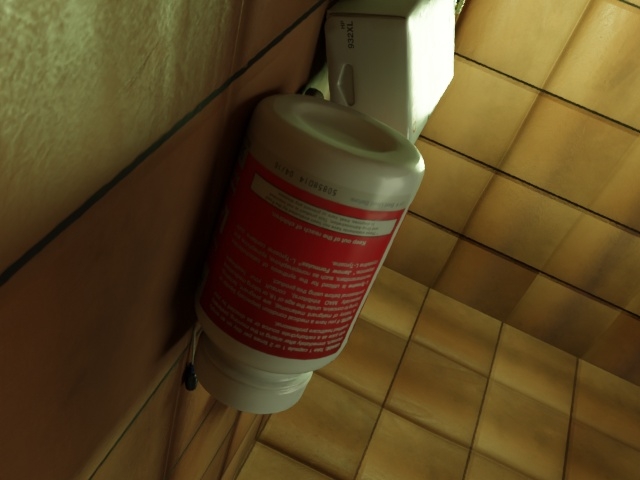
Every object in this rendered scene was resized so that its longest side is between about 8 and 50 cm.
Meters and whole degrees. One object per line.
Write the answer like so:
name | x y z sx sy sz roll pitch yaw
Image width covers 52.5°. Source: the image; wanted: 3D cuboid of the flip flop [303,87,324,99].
flip flop | 0.002 -0.172 1.092 0.112 0.080 0.277 -64 173 -8

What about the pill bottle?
pill bottle | -0.038 0.029 0.886 0.407 0.229 0.229 -68 173 25

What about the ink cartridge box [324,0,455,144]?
ink cartridge box | 0.127 -0.314 1.072 0.307 0.129 0.223 -57 150 -46

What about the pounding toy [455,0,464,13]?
pounding toy | 0.293 -0.625 1.549 0.141 0.130 0.100 104 1 -59

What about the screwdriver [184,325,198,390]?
screwdriver | -0.213 0.196 1.068 0.025 0.024 0.169 -26 145 -30
